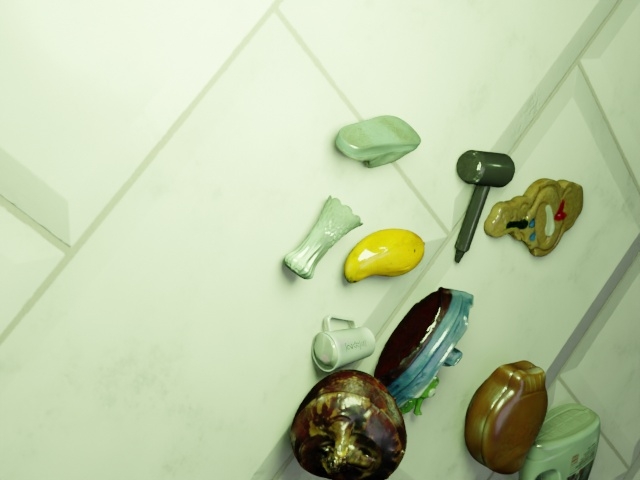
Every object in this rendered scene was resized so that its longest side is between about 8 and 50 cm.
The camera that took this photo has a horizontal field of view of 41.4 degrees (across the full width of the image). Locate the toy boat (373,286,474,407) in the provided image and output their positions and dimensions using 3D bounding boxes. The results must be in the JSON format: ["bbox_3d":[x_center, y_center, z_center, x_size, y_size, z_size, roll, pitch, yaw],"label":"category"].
[{"bbox_3d":[0.221,0.231,1.749,0.142,0.129,0.309,41,81,-27],"label":"toy boat"}]

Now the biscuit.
[{"bbox_3d":[0.490,-0.052,1.924,0.320,0.047,0.183,1,104,-39],"label":"biscuit"}]

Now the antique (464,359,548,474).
[{"bbox_3d":[0.438,0.416,2.007,0.223,0.129,0.278,-8,112,-37],"label":"antique"}]

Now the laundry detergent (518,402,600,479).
[{"bbox_3d":[0.620,0.652,2.263,0.264,0.125,0.398,-19,120,-35],"label":"laundry detergent"}]

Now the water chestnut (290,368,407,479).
[{"bbox_3d":[0.051,0.368,1.606,0.223,0.238,0.224,2,117,4],"label":"water chestnut"}]

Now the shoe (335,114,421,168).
[{"bbox_3d":[0.095,-0.172,1.538,0.195,0.079,0.078,-13,151,-44],"label":"shoe"}]

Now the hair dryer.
[{"bbox_3d":[0.310,-0.069,1.763,0.114,0.070,0.248,2,114,-41],"label":"hair dryer"}]

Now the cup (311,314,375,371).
[{"bbox_3d":[0.042,0.191,1.636,0.116,0.074,0.104,-9,84,-41],"label":"cup"}]

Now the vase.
[{"bbox_3d":[0.000,0.000,1.514,0.149,0.081,0.081,-50,131,-9],"label":"vase"}]

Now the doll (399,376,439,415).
[{"bbox_3d":[0.185,0.347,1.823,0.190,0.050,0.115,-33,118,-24],"label":"doll"}]

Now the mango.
[{"bbox_3d":[0.125,0.026,1.629,0.190,0.075,0.098,-13,109,-29],"label":"mango"}]
